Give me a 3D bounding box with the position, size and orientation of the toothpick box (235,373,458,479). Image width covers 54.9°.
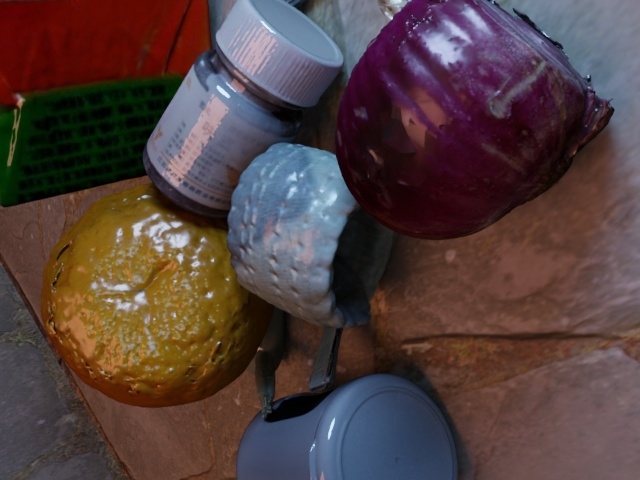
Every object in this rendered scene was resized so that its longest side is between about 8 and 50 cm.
[{"bbox_3d":[0.012,0.359,0.952,0.355,0.263,0.262,-30,86,53],"label":"toothpick box"}]

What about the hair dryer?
[{"bbox_3d":[-0.089,0.191,1.035,0.237,0.076,0.206,-99,16,-57],"label":"hair dryer"}]

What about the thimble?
[{"bbox_3d":[0.000,0.000,0.798,0.172,0.205,0.250,23,144,27],"label":"thimble"}]

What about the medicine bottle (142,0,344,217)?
[{"bbox_3d":[-0.107,-0.172,0.816,0.165,0.165,0.273,51,122,16],"label":"medicine bottle"}]

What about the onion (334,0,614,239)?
[{"bbox_3d":[0.119,-0.114,0.598,0.273,0.230,0.256,28,129,28],"label":"onion"}]

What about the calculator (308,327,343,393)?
[{"bbox_3d":[0.017,0.143,0.919,0.018,0.171,0.057,28,144,-21],"label":"calculator"}]

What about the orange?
[{"bbox_3d":[-0.240,0.085,0.954,0.340,0.341,0.293,61,173,4],"label":"orange"}]

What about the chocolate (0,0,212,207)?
[{"bbox_3d":[-0.355,-0.262,0.956,0.161,0.361,0.341,44,141,41],"label":"chocolate"}]

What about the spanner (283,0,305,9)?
[{"bbox_3d":[0.012,-0.338,0.764,0.302,0.018,0.071,-16,102,50],"label":"spanner"}]
